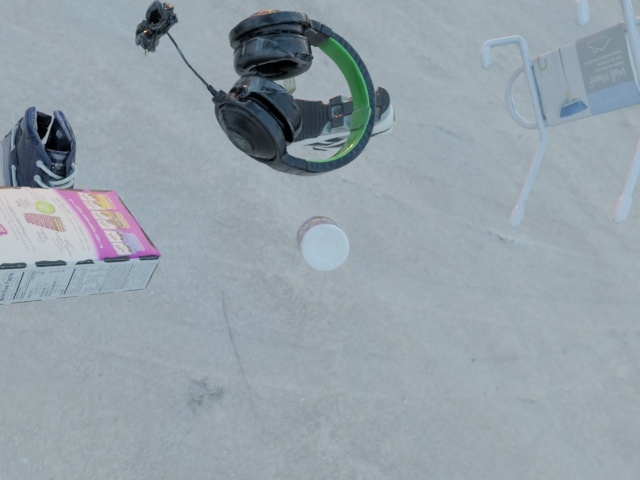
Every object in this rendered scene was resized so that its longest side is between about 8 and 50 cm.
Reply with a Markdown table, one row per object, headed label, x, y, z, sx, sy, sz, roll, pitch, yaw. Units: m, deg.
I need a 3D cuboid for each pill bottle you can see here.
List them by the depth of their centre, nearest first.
| label | x | y | z | sx | sy | sz | roll | pitch | yaw |
| --- | --- | --- | --- | --- | --- | --- | --- | --- | --- |
| pill bottle | 0.000 | 0.000 | 0.984 | 0.078 | 0.078 | 0.137 | 29 | 5 | -11 |

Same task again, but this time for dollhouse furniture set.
| label | x | y | z | sx | sy | sz | roll | pitch | yaw |
| --- | --- | --- | --- | --- | --- | --- | --- | --- | --- |
| dollhouse furniture set | -0.106 | -0.367 | 1.252 | 0.091 | 0.081 | 0.114 | -1 | 82 | -71 |

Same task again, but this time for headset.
| label | x | y | z | sx | sy | sz | roll | pitch | yaw |
| --- | --- | --- | --- | --- | --- | --- | --- | --- | --- |
| headset | -0.076 | -0.245 | 0.880 | 0.394 | 0.185 | 0.243 | 14 | 79 | -26 |

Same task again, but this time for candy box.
| label | x | y | z | sx | sy | sz | roll | pitch | yaw |
| --- | --- | --- | --- | --- | --- | --- | --- | --- | --- |
| candy box | -0.359 | 0.001 | 0.789 | 0.234 | 0.071 | 0.159 | -1 | 41 | -50 |

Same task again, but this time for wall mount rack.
| label | x | y | z | sx | sy | sz | roll | pitch | yaw |
| --- | --- | --- | --- | --- | --- | --- | --- | --- | --- |
| wall mount rack | 0.364 | -0.181 | 0.866 | 0.131 | 0.350 | 0.303 | -17 | 96 | -21 |

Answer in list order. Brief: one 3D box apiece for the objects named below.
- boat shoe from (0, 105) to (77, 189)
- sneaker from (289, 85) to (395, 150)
| label | x | y | z | sx | sy | sz | roll | pitch | yaw |
| --- | --- | --- | --- | --- | --- | --- | --- | --- | --- |
| boat shoe | -0.512 | -0.086 | 1.088 | 0.127 | 0.158 | 0.340 | -6 | 69 | -48 |
| sneaker | 0.013 | -0.258 | 1.371 | 0.331 | 0.146 | 0.122 | -4 | 68 | 16 |
